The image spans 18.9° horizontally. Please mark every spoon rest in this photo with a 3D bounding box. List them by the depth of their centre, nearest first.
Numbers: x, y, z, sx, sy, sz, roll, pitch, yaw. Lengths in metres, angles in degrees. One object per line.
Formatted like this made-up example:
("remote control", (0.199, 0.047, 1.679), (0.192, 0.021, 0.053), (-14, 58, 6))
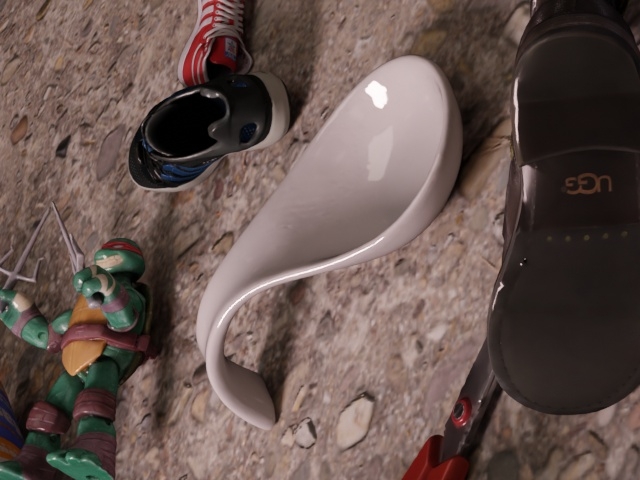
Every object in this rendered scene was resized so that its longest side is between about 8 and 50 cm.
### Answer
("spoon rest", (0.000, 0.000, 1.240), (0.276, 0.084, 0.137), (-56, 33, 23))

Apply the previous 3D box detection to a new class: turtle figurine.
("turtle figurine", (-0.180, 0.070, 1.450), (0.175, 0.118, 0.234), (-33, 42, 54))

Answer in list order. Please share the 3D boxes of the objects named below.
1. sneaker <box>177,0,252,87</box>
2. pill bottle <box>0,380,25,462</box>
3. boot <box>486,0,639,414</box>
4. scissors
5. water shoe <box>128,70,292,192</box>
("sneaker", (-0.074, -0.170, 1.496), (0.067, 0.042, 0.118), (30, 106, 63))
("pill bottle", (-0.297, 0.207, 1.521), (0.152, 0.152, 0.272), (-60, 32, 16))
("boot", (0.142, -0.065, 1.036), (0.229, 0.091, 0.263), (-79, -9, -57))
("scissors", (0.082, 0.121, 1.105), (0.297, 0.021, 0.109), (-58, 30, 18))
("water shoe", (-0.106, -0.085, 1.444), (0.203, 0.080, 0.073), (-23, 76, 51))
